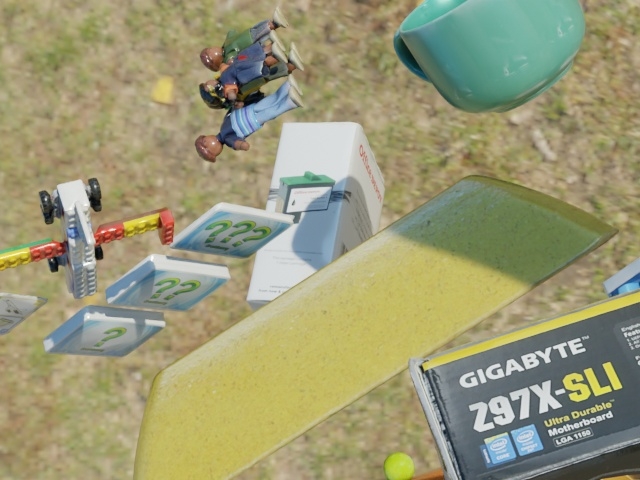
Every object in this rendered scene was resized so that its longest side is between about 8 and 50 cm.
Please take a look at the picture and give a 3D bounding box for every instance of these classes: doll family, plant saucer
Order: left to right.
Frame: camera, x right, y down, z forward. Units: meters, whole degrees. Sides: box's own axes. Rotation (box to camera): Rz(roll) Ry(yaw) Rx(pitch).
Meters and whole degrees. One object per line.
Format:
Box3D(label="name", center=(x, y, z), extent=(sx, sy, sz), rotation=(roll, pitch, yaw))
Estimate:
Box3D(label="doll family", center=(-0.074, -0.144, 1.302), extent=(0.111, 0.193, 0.076), rotation=(-27, 111, 13))
Box3D(label="plant saucer", center=(0.025, 0.057, 0.947), extent=(0.333, 0.333, 0.081), rotation=(-33, 87, 3))

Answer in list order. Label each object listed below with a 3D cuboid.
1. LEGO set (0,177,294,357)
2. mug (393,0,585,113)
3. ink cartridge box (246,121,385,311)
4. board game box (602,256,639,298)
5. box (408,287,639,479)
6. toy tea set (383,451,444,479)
Box3D(label="LEGO set", center=(-0.146, 0.033, 0.849), extent=(0.182, 0.244, 0.060), rotation=(-36, 63, 28))
Box3D(label="mug", center=(0.137, -0.162, 1.087), extent=(0.129, 0.158, 0.097), rotation=(-36, 104, 0))
Box3D(label="ink cartridge box", center=(0.000, 0.000, 1.520), extent=(0.092, 0.160, 0.219), rotation=(3, 64, 16))
Box3D(label="board game box", center=(0.490, -0.034, 1.114), extent=(0.390, 0.390, 0.050), rotation=(-45, 56, 49))
Box3D(label="box", center=(0.222, 0.106, 0.603), extent=(0.322, 0.257, 0.079), rotation=(-18, 43, 2))
Box3D(label="toy tea set", center=(0.095, 0.290, 0.850), extent=(0.336, 0.124, 0.200), rotation=(55, 141, 17))
